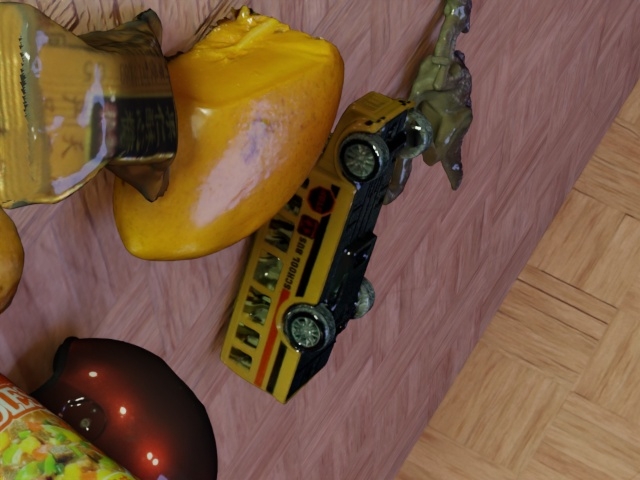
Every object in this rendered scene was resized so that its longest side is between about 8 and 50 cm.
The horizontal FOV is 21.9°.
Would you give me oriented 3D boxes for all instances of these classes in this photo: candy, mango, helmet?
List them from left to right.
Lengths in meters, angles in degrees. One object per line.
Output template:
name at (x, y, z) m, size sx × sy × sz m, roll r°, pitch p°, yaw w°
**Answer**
candy at (-0.152, -0.088, 1.120) m, size 0.271 × 0.101 × 0.143 m, roll -25°, pitch 116°, yaw -75°
helmet at (-0.182, 0.186, 1.359) m, size 0.189 × 0.193 × 0.216 m, roll 70°, pitch 20°, yaw -67°
mango at (-0.077, -0.081, 1.326) m, size 0.252 × 0.126 × 0.154 m, roll -53°, pitch 150°, yaw -28°

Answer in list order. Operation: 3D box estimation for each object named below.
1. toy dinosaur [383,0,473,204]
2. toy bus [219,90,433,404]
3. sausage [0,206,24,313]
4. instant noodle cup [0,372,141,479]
toy dinosaur at (0.142, -0.162, 1.962) m, size 0.162 × 0.077 × 0.294 m, roll -47°, pitch 157°, yaw -45°
toy bus at (0.000, 0.000, 1.695) m, size 0.121 × 0.123 × 0.335 m, roll -35°, pitch 148°, yaw -56°
sausage at (-0.272, 0.023, 0.925) m, size 0.109 × 0.109 × 0.270 m, roll -66°, pitch 165°, yaw 11°
instant noodle cup at (-0.222, 0.191, 1.146) m, size 0.193 × 0.212 × 0.193 m, roll -54°, pitch 162°, yaw -26°
